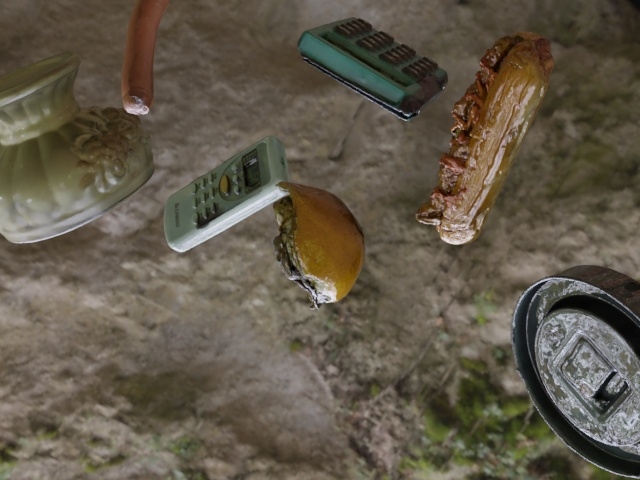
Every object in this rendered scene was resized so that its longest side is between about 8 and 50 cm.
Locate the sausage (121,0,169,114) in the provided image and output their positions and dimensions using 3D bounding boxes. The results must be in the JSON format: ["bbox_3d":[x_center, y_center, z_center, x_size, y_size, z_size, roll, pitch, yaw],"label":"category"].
[{"bbox_3d":[-0.209,-0.234,1.107,0.047,0.176,0.040,9,162,-14],"label":"sausage"}]

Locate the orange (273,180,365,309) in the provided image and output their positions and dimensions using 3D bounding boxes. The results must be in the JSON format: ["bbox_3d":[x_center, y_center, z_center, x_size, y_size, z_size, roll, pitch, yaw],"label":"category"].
[{"bbox_3d":[0.000,0.000,1.185,0.112,0.170,0.160,-11,-169,10],"label":"orange"}]

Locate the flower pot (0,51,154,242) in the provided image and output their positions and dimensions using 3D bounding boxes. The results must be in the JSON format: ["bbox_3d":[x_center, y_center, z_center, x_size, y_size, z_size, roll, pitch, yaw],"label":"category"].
[{"bbox_3d":[-0.450,-0.165,1.547,0.244,0.307,0.307,67,175,-24],"label":"flower pot"}]

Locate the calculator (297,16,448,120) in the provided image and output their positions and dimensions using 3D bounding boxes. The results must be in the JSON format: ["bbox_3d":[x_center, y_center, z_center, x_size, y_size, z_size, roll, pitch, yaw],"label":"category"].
[{"bbox_3d":[0.108,-0.322,1.680,0.248,0.058,0.274,34,-151,10],"label":"calculator"}]

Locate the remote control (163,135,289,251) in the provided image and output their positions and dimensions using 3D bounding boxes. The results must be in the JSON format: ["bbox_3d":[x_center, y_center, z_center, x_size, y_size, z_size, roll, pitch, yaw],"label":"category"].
[{"bbox_3d":[-0.191,-0.090,1.816,0.056,0.296,0.140,36,-144,-44],"label":"remote control"}]

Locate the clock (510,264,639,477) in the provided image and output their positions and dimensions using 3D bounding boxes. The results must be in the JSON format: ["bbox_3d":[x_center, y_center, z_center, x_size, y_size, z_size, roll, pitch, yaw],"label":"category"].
[{"bbox_3d":[0.413,0.188,1.354,0.066,0.319,0.319,-25,-137,-28],"label":"clock"}]

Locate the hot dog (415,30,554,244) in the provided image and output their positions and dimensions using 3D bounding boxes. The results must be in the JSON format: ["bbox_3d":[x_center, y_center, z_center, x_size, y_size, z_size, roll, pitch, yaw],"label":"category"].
[{"bbox_3d":[0.244,-0.155,1.405,0.117,0.349,0.158,23,-147,6],"label":"hot dog"}]
